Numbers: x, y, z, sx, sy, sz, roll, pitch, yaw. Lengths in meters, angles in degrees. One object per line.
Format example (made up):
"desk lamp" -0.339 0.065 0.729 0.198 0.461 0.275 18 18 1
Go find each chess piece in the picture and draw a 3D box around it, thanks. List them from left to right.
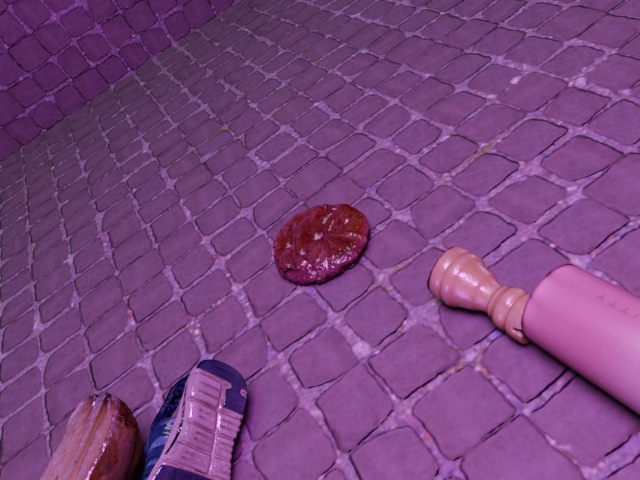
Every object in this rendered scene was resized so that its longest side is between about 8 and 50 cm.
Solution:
"chess piece" 0.180 0.061 0.606 0.066 0.066 0.122 -41 45 -12

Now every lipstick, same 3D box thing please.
"lipstick" 0.308 0.126 0.427 0.087 0.087 0.327 -40 39 -10

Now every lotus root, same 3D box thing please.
"lotus root" -0.283 0.332 0.605 0.167 0.078 0.329 -13 49 56

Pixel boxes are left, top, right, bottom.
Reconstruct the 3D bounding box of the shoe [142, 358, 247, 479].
"shoe" -0.151 0.238 0.629 0.106 0.091 0.207 -32 35 44

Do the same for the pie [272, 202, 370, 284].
"pie" 0.000 0.000 0.809 0.154 0.036 0.154 -17 41 16
